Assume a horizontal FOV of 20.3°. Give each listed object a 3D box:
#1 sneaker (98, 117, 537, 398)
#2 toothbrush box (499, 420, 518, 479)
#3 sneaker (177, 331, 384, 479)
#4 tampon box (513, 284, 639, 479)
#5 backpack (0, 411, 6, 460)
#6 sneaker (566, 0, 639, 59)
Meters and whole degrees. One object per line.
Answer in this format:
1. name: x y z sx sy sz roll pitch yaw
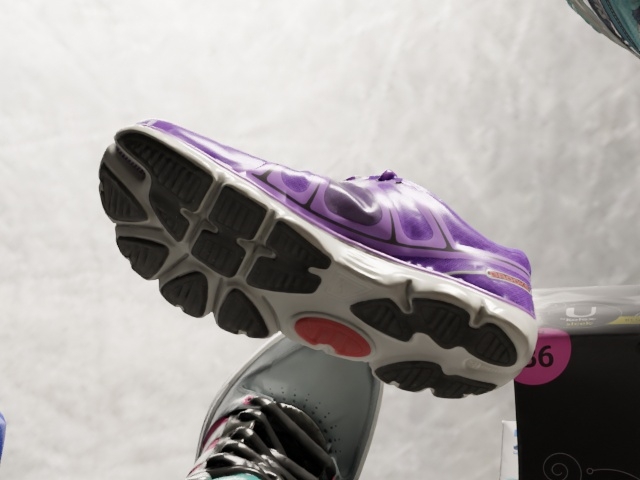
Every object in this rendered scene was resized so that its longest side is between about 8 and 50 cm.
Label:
1. sneaker: 0.000 0.000 0.651 0.170 0.068 0.071 25 43 -11
2. toothbrush box: 0.206 0.322 1.445 0.126 0.216 0.295 -1 42 11
3. sneaker: -0.035 0.147 0.998 0.124 0.178 0.295 36 65 -7
4. tampon box: 0.170 0.113 0.977 0.101 0.120 0.161 -56 141 -73
5. backpack: -0.316 0.184 1.464 0.101 0.098 0.120 12 83 7
6. sneaker: 0.247 -0.091 0.970 0.283 0.110 0.122 30 12 -12
